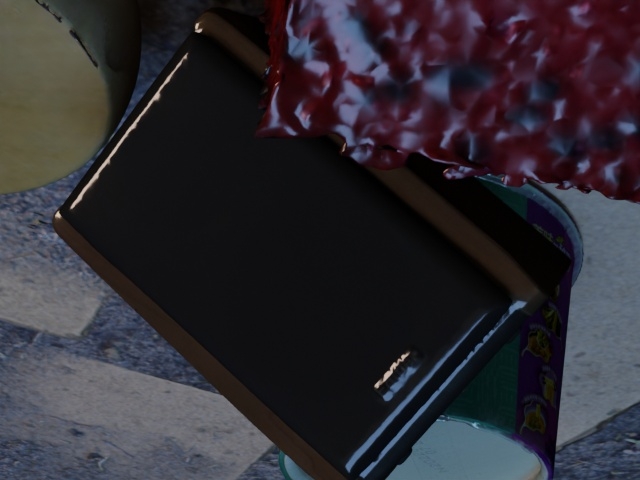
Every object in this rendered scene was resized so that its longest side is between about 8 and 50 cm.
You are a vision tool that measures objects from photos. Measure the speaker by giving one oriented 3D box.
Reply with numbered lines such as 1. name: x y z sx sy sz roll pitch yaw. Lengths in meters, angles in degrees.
1. speaker: 0.000 0.000 0.650 0.231 0.192 0.153 41 105 8

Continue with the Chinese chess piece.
1. Chinese chess piece: -0.230 -0.128 0.675 0.251 0.097 0.250 4 147 3

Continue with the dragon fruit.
1. dragon fruit: 0.102 -0.096 0.520 0.330 0.240 0.302 33 173 -8

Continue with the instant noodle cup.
1. instant noodle cup: 0.072 0.087 0.859 0.251 0.190 0.251 4 146 3
